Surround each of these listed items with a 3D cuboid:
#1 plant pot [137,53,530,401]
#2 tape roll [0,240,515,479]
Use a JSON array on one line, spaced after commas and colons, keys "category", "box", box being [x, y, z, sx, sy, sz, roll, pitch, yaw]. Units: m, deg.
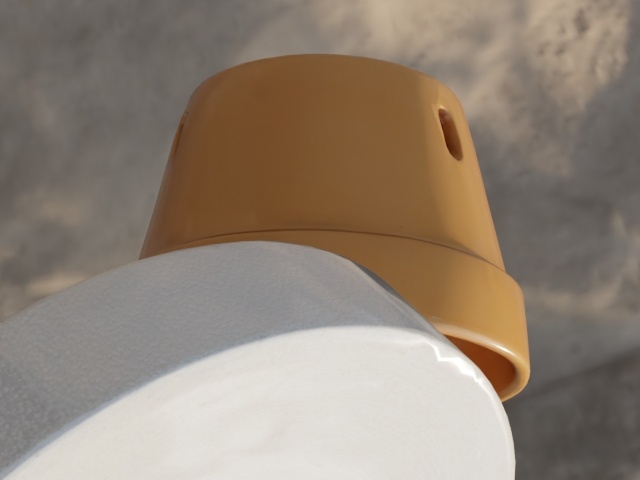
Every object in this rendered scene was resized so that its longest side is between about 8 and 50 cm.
[{"category": "plant pot", "box": [0.000, 0.000, 1.358, 0.291, 0.203, 0.291, 1, 161, 0]}, {"category": "tape roll", "box": [-0.082, 0.179, 0.875, 0.392, 0.072, 0.392, -25, 138, -25]}]
